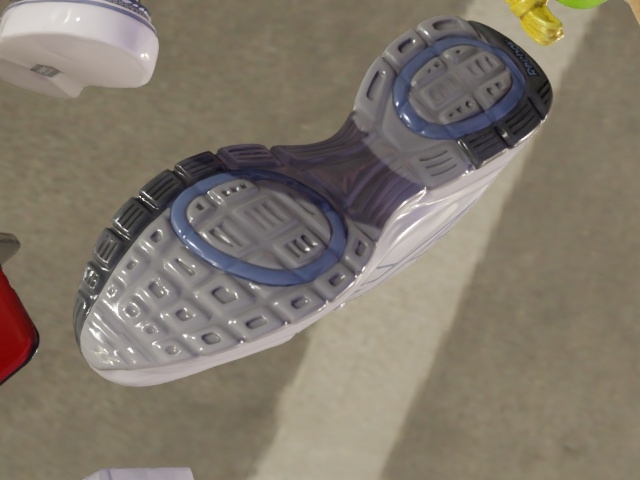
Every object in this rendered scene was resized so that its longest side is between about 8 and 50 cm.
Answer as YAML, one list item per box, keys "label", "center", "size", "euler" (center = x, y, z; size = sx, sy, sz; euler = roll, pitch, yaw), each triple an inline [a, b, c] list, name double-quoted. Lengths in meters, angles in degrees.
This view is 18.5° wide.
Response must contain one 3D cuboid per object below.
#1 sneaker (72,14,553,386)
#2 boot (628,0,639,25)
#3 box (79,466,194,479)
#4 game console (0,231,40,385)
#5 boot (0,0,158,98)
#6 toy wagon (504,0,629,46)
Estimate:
- label: "sneaker"
  center: [0.000, 0.000, 1.029]
  size: [0.297, 0.129, 0.111]
  euler: [-30, 66, -28]
- label: "boot"
  center: [0.294, -0.104, 1.011]
  size: [0.211, 0.104, 0.295]
  euler: [-32, 97, 18]
- label: "box"
  center: [-0.147, 0.229, 1.198]
  size: [0.091, 0.170, 0.130]
  euler: [9, 56, -58]
- label: "game console"
  center: [-0.214, 0.069, 1.081]
  size: [0.144, 0.124, 0.085]
  euler: [-39, 84, 5]
- label: "boot"
  center: [-0.112, -0.119, 0.919]
  size: [0.069, 0.190, 0.086]
  euler: [20, 83, -21]
- label: "toy wagon"
  center: [0.198, -0.245, 1.182]
  size: [0.068, 0.344, 0.267]
  euler: [-31, 76, -30]
